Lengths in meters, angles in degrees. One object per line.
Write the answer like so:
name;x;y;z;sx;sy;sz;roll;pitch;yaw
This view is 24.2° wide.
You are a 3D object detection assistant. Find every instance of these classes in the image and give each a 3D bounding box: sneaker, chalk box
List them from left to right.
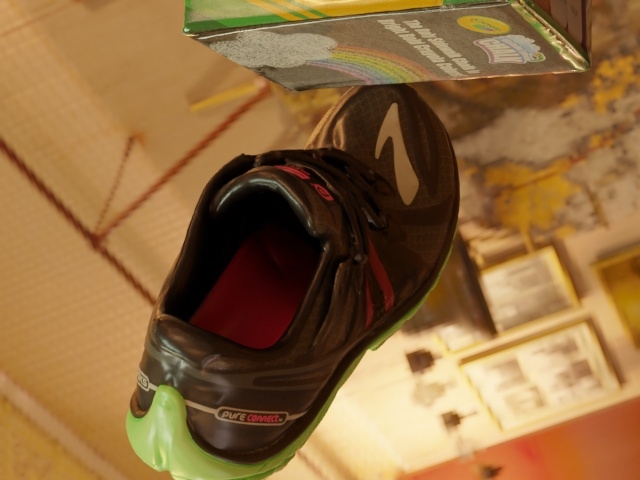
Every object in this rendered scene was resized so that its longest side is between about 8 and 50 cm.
sneaker;0.000;0.000;1.286;0.202;0.185;0.483;95;-161;-44
chalk box;0.058;-0.153;0.708;0.132;0.213;0.132;19;-110;-66
